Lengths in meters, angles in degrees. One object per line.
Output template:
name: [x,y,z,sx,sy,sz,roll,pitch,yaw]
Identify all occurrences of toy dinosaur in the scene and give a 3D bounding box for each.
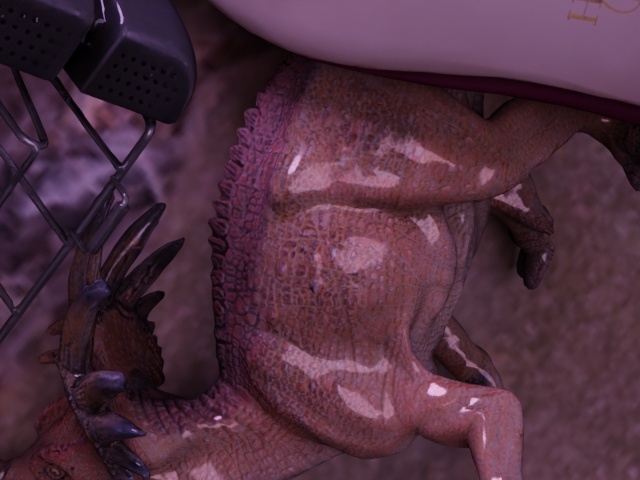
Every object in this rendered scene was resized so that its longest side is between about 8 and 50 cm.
toy dinosaur: [0.000,0.000,0.473,0.200,0.127,0.296,21,82,-11]

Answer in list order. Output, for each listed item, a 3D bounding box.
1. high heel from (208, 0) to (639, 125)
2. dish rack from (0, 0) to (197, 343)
high heel: [0.081,-0.112,0.451,0.377,0.181,0.127,34,120,16]
dish rack: [-0.175,0.002,0.377,0.208,0.074,0.271,18,118,-46]
